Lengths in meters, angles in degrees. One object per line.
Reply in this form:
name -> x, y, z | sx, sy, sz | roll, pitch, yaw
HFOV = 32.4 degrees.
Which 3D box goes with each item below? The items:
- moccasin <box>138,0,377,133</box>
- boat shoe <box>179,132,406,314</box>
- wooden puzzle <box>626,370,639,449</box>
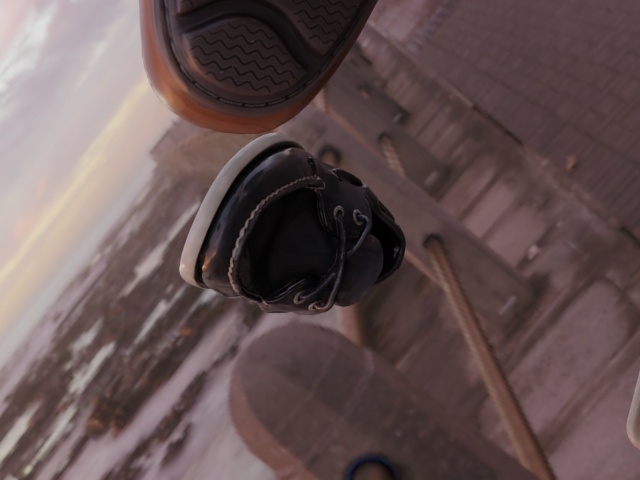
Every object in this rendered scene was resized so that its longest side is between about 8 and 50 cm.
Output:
moccasin -> -0.038, -0.228, 0.551 | 0.147, 0.139, 0.380 | -30, 58, 57
boat shoe -> -0.002, 0.004, 0.853 | 0.127, 0.113, 0.340 | -62, -13, 2
wooden puzzle -> 0.423, 0.110, 1.013 | 0.239, 0.044, 0.221 | 8, 60, 28
